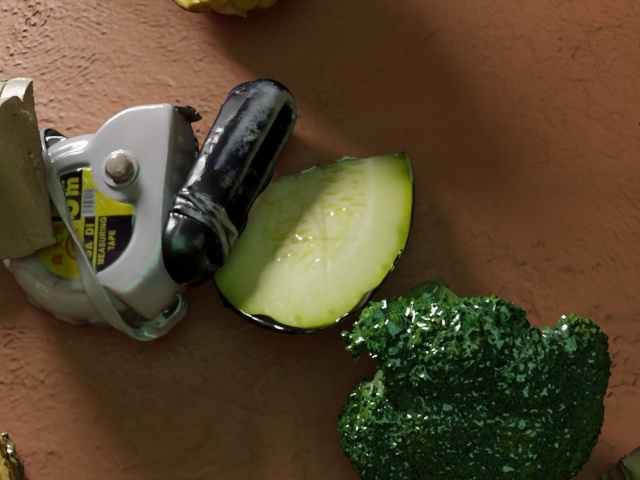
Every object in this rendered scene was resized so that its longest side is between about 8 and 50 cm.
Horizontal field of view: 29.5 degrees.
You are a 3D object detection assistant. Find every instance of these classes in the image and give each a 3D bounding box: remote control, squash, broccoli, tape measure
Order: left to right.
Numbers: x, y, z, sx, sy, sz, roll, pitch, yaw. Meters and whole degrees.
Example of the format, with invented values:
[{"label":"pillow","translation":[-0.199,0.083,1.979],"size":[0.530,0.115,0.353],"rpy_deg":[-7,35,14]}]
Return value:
[{"label":"tape measure","translation":[-0.222,-0.016,1.220],"size":[0.197,0.120,0.236],"rpy_deg":[-1,78,10]},{"label":"remote control","translation":[-0.084,-0.063,1.208],"size":[0.066,0.090,0.266],"rpy_deg":[-13,40,34]},{"label":"squash","translation":[0.000,0.000,1.206],"size":[0.237,0.155,0.204],"rpy_deg":[-14,76,-2]},{"label":"broccoli","translation":[0.143,0.142,1.149],"size":[0.269,0.261,0.241],"rpy_deg":[-25,38,-12]}]

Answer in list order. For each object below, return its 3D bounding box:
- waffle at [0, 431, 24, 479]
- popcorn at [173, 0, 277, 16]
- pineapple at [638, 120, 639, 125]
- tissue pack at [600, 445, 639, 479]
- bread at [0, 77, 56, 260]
[{"label":"waffle","translation":[-0.350,0.350,1.127],"size":[0.213,0.091,0.308],"rpy_deg":[-19,76,-7]},{"label":"popcorn","translation":[-0.102,-0.359,1.273],"size":[0.250,0.250,0.190],"rpy_deg":[43,43,10]},{"label":"pineapple","translation":[0.491,-0.015,1.248],"size":[0.334,0.158,0.161],"rpy_deg":[8,113,5]},{"label":"tissue pack","translation":[0.425,0.281,1.152],"size":[0.215,0.123,0.257],"rpy_deg":[-27,69,-7]},{"label":"bread","translation":[-0.303,-0.070,1.181],"size":[0.077,0.105,0.152],"rpy_deg":[-14,113,16]}]
